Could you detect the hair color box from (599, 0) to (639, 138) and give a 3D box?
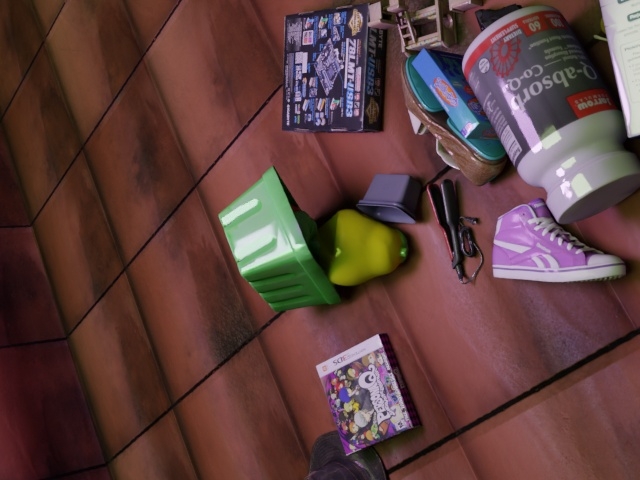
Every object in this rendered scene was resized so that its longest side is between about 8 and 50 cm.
[{"bbox_3d":[0.581,-0.359,1.432,0.174,0.105,0.347,-13,86,40],"label":"hair color box"}]

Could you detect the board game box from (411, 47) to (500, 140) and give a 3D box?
[{"bbox_3d":[0.298,-0.292,1.715,0.047,0.160,0.210,-49,59,36],"label":"board game box"}]

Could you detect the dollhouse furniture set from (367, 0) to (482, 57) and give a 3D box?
[{"bbox_3d":[0.220,-0.456,1.785,0.182,0.161,0.101,-6,88,47],"label":"dollhouse furniture set"}]

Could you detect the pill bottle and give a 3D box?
[{"bbox_3d":[0.425,-0.227,1.549,0.210,0.210,0.363,-42,63,40],"label":"pill bottle"}]

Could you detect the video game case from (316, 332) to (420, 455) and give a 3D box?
[{"bbox_3d":[0.109,0.365,2.018,0.210,0.042,0.232,-32,69,34],"label":"video game case"}]

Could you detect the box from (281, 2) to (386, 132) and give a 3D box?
[{"bbox_3d":[0.027,-0.408,2.057,0.293,0.073,0.295,7,97,45],"label":"box"}]

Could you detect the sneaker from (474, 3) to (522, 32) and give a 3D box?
[{"bbox_3d":[0.363,-0.438,1.691,0.089,0.170,0.051,-22,114,12],"label":"sneaker"}]

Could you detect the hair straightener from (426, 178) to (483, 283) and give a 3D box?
[{"bbox_3d":[0.293,-0.022,1.817,0.089,0.047,0.230,-20,78,46],"label":"hair straightener"}]

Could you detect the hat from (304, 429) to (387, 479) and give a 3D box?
[{"bbox_3d":[0.031,0.638,2.073,0.331,0.134,0.331,5,97,47],"label":"hat"}]

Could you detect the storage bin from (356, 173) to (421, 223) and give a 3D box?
[{"bbox_3d":[0.166,-0.096,1.925,0.135,0.098,0.091,8,70,47],"label":"storage bin"}]

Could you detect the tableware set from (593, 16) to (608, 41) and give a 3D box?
[{"bbox_3d":[0.566,-0.416,1.526,0.104,0.024,0.154,32,114,33],"label":"tableware set"}]

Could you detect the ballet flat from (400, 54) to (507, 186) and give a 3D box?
[{"bbox_3d":[0.264,-0.244,1.809,0.342,0.116,0.124,53,146,26],"label":"ballet flat"}]

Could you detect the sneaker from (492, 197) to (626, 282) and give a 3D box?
[{"bbox_3d":[0.445,-0.001,1.623,0.282,0.102,0.161,3,92,46],"label":"sneaker"}]

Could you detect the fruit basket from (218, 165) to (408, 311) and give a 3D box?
[{"bbox_3d":[0.000,0.000,1.968,0.392,0.392,0.283,-45,58,38],"label":"fruit basket"}]
